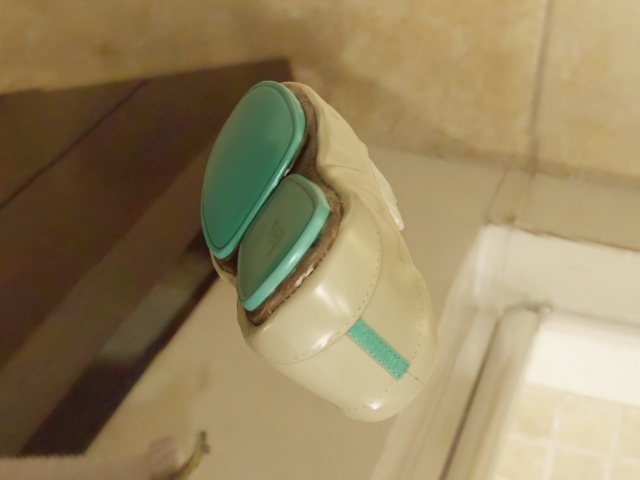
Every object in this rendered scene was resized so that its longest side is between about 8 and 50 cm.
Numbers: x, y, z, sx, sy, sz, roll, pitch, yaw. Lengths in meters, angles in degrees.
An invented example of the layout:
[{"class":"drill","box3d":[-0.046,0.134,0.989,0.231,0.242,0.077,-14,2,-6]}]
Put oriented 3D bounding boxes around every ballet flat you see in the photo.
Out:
[{"class":"ballet flat","box3d":[0.000,0.000,0.571,0.086,0.248,0.086,-2,110,-5]}]
